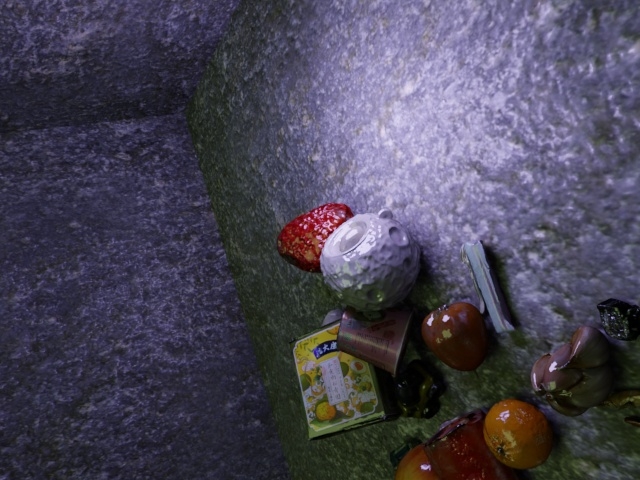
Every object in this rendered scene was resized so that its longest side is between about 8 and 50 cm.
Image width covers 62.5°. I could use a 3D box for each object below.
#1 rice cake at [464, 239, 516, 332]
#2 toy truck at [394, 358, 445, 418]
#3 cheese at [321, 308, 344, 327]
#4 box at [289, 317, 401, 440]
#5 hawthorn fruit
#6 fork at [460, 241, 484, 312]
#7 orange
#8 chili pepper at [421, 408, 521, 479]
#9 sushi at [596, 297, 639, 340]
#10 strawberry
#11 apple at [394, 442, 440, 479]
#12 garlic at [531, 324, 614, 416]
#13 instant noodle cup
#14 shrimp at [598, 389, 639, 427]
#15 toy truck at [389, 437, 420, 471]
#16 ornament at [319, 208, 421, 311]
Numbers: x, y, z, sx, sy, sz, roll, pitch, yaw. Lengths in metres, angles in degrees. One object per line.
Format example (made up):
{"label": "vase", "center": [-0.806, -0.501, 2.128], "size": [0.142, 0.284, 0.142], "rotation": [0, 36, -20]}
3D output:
{"label": "rice cake", "center": [0.496, 0.132, 1.523], "size": [0.290, 0.051, 0.081], "rotation": [70, 160, 6]}
{"label": "toy truck", "center": [0.332, 0.549, 1.892], "size": [0.147, 0.165, 0.224], "rotation": [44, 140, 45]}
{"label": "cheese", "center": [0.072, 0.424, 2.314], "size": [0.189, 0.154, 0.198], "rotation": [48, 140, 32]}
{"label": "box", "center": [0.086, 0.534, 2.074], "size": [0.373, 0.138, 0.420], "rotation": [-28, 61, 29]}
{"label": "hawthorn fruit", "center": [0.428, 0.311, 1.611], "size": [0.251, 0.199, 0.199], "rotation": [60, 151, -2]}
{"label": "fork", "center": [0.460, 0.115, 1.602], "size": [0.034, 0.028, 0.219], "rotation": [-13, 91, 58]}
{"label": "orange", "center": [0.556, 0.551, 1.500], "size": [0.193, 0.161, 0.193], "rotation": [24, 118, 55]}
{"label": "chili pepper", "center": [0.475, 0.713, 1.649], "size": [0.251, 0.229, 0.305], "rotation": [-31, 72, 23]}
{"label": "sushi", "center": [0.686, 0.184, 1.201], "size": [0.084, 0.056, 0.083], "rotation": [11, 112, 60]}
{"label": "strawberry", "center": [0.012, -0.001, 2.067], "size": [0.292, 0.310, 0.292], "rotation": [29, 124, 57]}
{"label": "apple", "center": [0.393, 0.854, 1.857], "size": [0.286, 0.233, 0.286], "rotation": [37, 135, 49]}
{"label": "garlic", "center": [0.627, 0.325, 1.280], "size": [0.160, 0.191, 0.214], "rotation": [43, 132, 7]}
{"label": "instant noodle cup", "center": [0.194, 0.333, 1.872], "size": [0.231, 0.243, 0.243], "rotation": [15, 123, 16]}
{"label": "shrimp", "center": [0.736, 0.398, 1.246], "size": [0.095, 0.045, 0.162], "rotation": [54, 146, -4]}
{"label": "toy truck", "center": [0.341, 0.857, 2.116], "size": [0.088, 0.074, 0.202], "rotation": [64, 149, 30]}
{"label": "ornament", "center": [0.176, 0.080, 1.787], "size": [0.337, 0.337, 0.337], "rotation": [34, 132, 50]}
